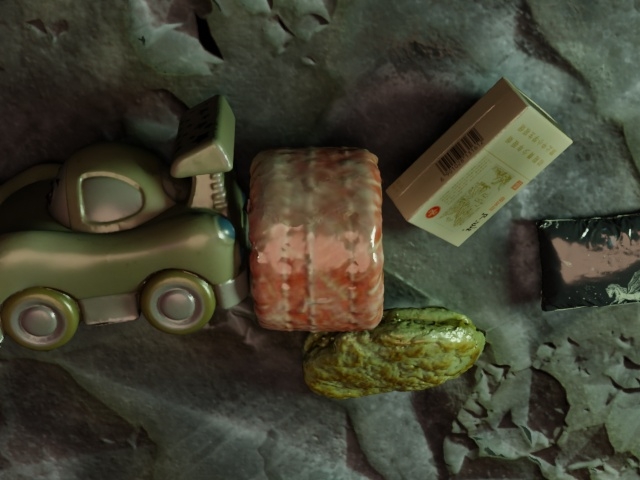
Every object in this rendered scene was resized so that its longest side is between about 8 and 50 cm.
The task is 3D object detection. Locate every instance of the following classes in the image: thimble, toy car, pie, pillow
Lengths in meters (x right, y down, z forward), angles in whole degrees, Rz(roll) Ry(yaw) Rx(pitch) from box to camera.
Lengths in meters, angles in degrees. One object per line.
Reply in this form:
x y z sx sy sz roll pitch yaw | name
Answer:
0.000 0.000 1.272 0.162 0.239 0.239 -2 115 1 | thimble
-0.255 -0.027 1.243 0.335 0.242 0.226 -5 118 0 | toy car
0.095 0.143 1.397 0.247 0.090 0.201 -6 151 4 | pie
0.392 0.027 1.393 0.208 0.055 0.141 -7 107 1 | pillow

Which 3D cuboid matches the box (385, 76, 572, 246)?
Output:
0.195 -0.091 1.290 0.201 0.058 0.141 -45 145 18 | box
